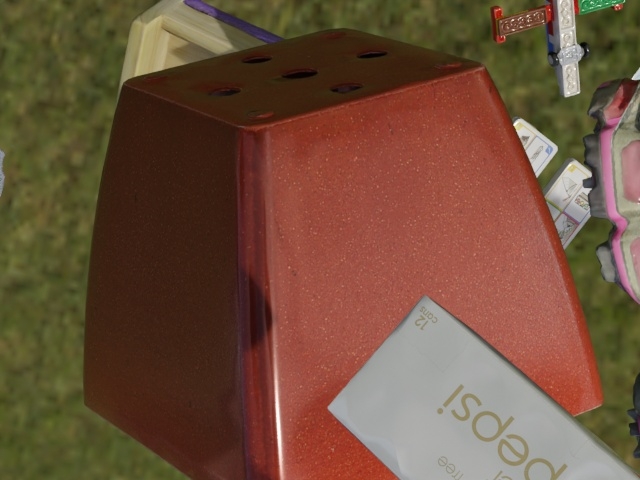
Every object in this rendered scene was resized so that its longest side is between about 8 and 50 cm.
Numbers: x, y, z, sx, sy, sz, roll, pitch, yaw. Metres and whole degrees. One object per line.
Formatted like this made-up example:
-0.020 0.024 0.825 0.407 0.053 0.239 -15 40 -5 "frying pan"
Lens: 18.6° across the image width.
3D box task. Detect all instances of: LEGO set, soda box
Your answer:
0.191 -0.128 1.554 0.182 0.244 0.060 33 -173 -32 "LEGO set"
0.107 0.122 0.880 0.216 0.074 0.069 42 -177 28 "soda box"

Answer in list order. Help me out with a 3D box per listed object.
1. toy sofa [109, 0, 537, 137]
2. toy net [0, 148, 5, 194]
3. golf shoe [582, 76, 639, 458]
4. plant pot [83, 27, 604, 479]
0.007 -0.103 1.754 0.362 0.177 0.150 26 128 15 "toy sofa"
-0.345 -0.105 1.615 0.122 0.045 0.232 -12 125 20 "toy net"
0.136 0.037 0.598 0.086 0.067 0.186 -8 102 20 "golf shoe"
0.000 0.000 1.290 0.267 0.236 0.267 -16 -158 -28 "plant pot"
